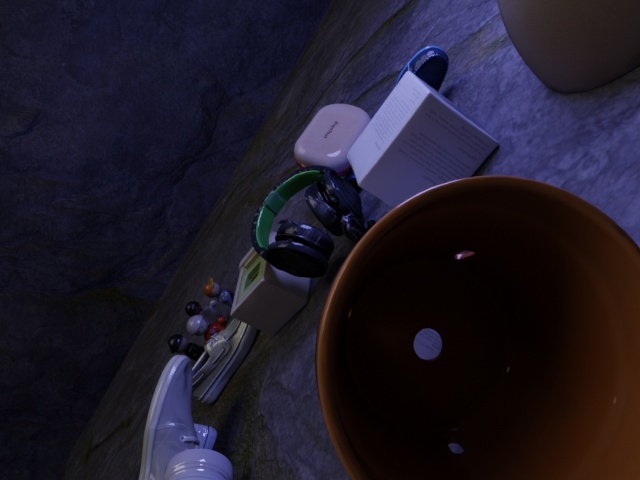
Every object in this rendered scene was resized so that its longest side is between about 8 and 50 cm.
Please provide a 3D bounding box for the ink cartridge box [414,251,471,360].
[{"bbox_3d":[0.117,0.079,0.781,0.158,0.092,0.218,-21,42,61],"label":"ink cartridge box"}]

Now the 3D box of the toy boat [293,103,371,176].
[{"bbox_3d":[0.040,-0.231,1.357,0.231,0.151,0.151,-57,-23,-26],"label":"toy boat"}]

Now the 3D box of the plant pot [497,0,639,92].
[{"bbox_3d":[0.342,-0.370,0.706,0.284,0.191,0.284,-48,24,29],"label":"plant pot"}]

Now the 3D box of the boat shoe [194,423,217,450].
[{"bbox_3d":[-0.317,0.539,1.250,0.083,0.075,0.226,-35,32,51],"label":"boat shoe"}]

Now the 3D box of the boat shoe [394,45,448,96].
[{"bbox_3d":[0.189,-0.262,1.099,0.089,0.109,0.258,-95,22,-46],"label":"boat shoe"}]

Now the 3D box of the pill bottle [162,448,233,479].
[{"bbox_3d":[-0.225,0.519,0.933,0.162,0.162,0.278,-53,21,22],"label":"pill bottle"}]

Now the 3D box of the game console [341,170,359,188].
[{"bbox_3d":[0.056,-0.149,1.282,0.122,0.107,0.071,-30,65,56],"label":"game console"}]

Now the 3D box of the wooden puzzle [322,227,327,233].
[{"bbox_3d":[0.000,0.000,1.306,0.049,0.006,0.083,-52,22,23],"label":"wooden puzzle"}]

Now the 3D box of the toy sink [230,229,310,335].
[{"bbox_3d":[-0.116,0.078,1.299,0.153,0.131,0.234,-46,25,35],"label":"toy sink"}]

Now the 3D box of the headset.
[{"bbox_3d":[-0.016,-0.042,1.098,0.394,0.185,0.243,29,80,47],"label":"headset"}]

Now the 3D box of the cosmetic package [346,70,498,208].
[{"bbox_3d":[0.162,-0.153,0.905,0.184,0.151,0.151,-52,22,21],"label":"cosmetic package"}]

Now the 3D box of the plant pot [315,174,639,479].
[{"bbox_3d":[0.131,0.104,0.502,0.291,0.290,0.203,-64,3,-9],"label":"plant pot"}]

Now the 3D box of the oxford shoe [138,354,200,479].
[{"bbox_3d":[-0.307,0.473,1.149,0.169,0.130,0.450,77,-166,-64],"label":"oxford shoe"}]

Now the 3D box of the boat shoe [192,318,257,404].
[{"bbox_3d":[-0.257,0.292,1.410,0.302,0.094,0.109,-60,20,4],"label":"boat shoe"}]

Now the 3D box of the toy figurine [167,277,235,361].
[{"bbox_3d":[-0.336,0.242,1.590,0.213,0.148,0.210,-42,27,42],"label":"toy figurine"}]
